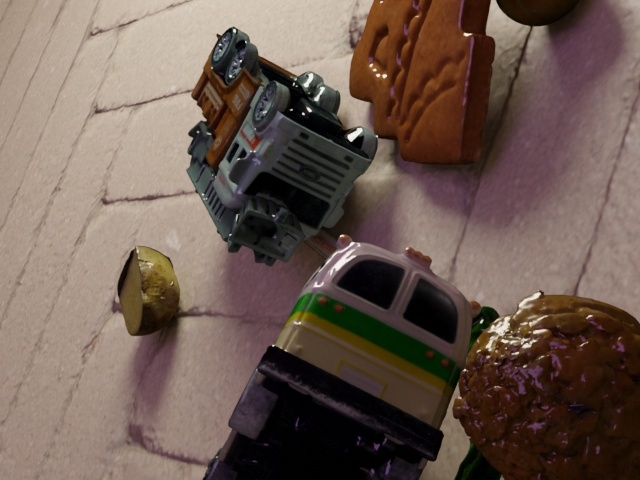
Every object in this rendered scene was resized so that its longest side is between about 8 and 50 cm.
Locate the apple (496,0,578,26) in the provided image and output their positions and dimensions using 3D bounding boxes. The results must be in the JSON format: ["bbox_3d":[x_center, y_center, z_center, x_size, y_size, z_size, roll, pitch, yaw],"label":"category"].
[{"bbox_3d":[0.207,-0.244,1.223,0.089,0.074,0.090,-32,44,37],"label":"apple"}]

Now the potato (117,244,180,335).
[{"bbox_3d":[-0.201,0.072,1.565,0.096,0.066,0.103,115,149,-44],"label":"potato"}]

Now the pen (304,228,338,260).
[{"bbox_3d":[0.000,0.000,1.370,0.026,0.026,0.218,-58,31,4],"label":"pen"}]

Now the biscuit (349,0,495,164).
[{"bbox_3d":[0.104,-0.192,1.290,0.284,0.043,0.306,120,149,-41],"label":"biscuit"}]

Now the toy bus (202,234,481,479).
[{"bbox_3d":[0.007,0.142,1.046,0.179,0.143,0.305,-63,-1,-36],"label":"toy bus"}]

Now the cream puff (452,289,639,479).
[{"bbox_3d":[0.174,0.119,0.896,0.115,0.165,0.150,-77,-7,-71],"label":"cream puff"}]

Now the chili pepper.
[{"bbox_3d":[0.136,0.140,1.044,0.073,0.050,0.182,-11,59,43],"label":"chili pepper"}]

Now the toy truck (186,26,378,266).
[{"bbox_3d":[-0.061,-0.093,1.409,0.184,0.133,0.338,-58,26,14],"label":"toy truck"}]
